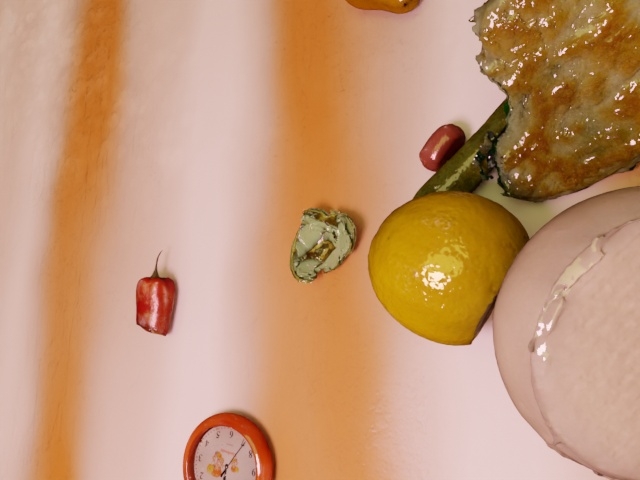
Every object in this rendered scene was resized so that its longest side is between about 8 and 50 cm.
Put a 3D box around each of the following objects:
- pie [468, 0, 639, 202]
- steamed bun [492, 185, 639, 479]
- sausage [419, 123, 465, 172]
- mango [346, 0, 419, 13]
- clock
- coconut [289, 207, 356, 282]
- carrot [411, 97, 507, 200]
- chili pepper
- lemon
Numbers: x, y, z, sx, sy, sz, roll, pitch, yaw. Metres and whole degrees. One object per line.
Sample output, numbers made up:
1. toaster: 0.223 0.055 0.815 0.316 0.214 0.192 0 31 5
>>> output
1. pie: 0.366 -0.224 0.816 0.296 0.078 0.371 -3 122 19
2. steamed bun: 0.406 0.109 0.725 0.374 0.241 0.374 0 100 1
3. sausage: 0.218 -0.169 1.005 0.094 0.059 0.054 -54 49 14
4. mango: 0.119 -0.517 1.110 0.178 0.090 0.115 20 100 26
5. clock: -0.185 0.448 1.105 0.205 0.051 0.205 -5 78 26
6. coconut: 0.004 0.002 1.088 0.158 0.055 0.133 -30 66 18
7. carrot: 0.294 -0.170 0.962 0.358 0.074 0.074 -48 63 9
8. chili pepper: -0.371 0.116 1.254 0.086 0.084 0.192 6 85 -4
9. lemon: 0.187 0.032 0.876 0.219 0.240 0.240 28 94 21
